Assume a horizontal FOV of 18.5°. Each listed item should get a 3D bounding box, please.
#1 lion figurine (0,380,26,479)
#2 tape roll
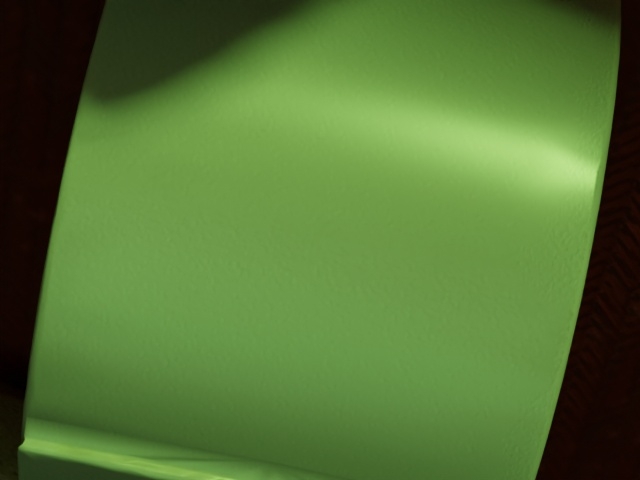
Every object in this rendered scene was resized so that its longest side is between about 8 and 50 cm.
[{"bbox_3d":[-0.230,0.116,0.917,0.392,0.142,0.240,2,117,-11],"label":"lion figurine"},{"bbox_3d":[0.000,0.000,0.723,0.169,0.246,0.246,12,125,-1],"label":"tape roll"}]
